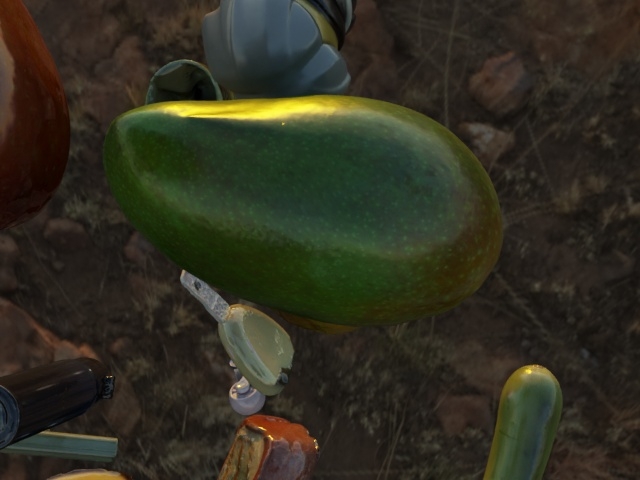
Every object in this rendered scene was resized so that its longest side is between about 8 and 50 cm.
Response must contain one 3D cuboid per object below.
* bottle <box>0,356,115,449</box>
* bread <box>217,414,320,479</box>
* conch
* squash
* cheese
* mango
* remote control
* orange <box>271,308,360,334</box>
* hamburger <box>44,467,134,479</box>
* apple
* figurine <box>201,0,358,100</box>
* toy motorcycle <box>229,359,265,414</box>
[{"bbox_3d":[-0.316,0.178,1.139,0.082,0.244,0.072,6,92,13],"label":"bottle"},{"bbox_3d":[-0.106,0.424,1.727,0.123,0.190,0.244,25,80,-27],"label":"bread"},{"bbox_3d":[-0.209,-0.178,1.517,0.181,0.124,0.187,-13,106,12],"label":"conch"},{"bbox_3d":[0.255,0.285,1.318,0.083,0.083,0.250,18,89,5],"label":"squash"},{"bbox_3d":[-0.136,0.133,1.601,0.054,0.251,0.127,-28,28,27],"label":"cheese"},{"bbox_3d":[-0.010,-0.036,0.919,0.382,0.225,0.201,15,65,-14],"label":"mango"},{"bbox_3d":[-0.381,0.257,1.286,0.233,0.098,0.038,12,76,-23],"label":"remote control"},{"bbox_3d":[0.000,0.000,1.351,0.279,0.279,0.235,36,72,14],"label":"orange"},{"bbox_3d":[-0.346,0.439,1.412,0.237,0.237,0.149,-13,106,-11],"label":"hamburger"},{"bbox_3d":[-0.290,-0.099,0.688,0.230,0.230,0.230,2,61,-4],"label":"apple"},{"bbox_3d":[-0.027,-0.242,1.027,0.133,0.176,0.236,-2,56,41],"label":"figurine"},{"bbox_3d":[-0.126,0.260,2.082,0.112,0.112,0.254,9,36,0],"label":"toy motorcycle"}]
